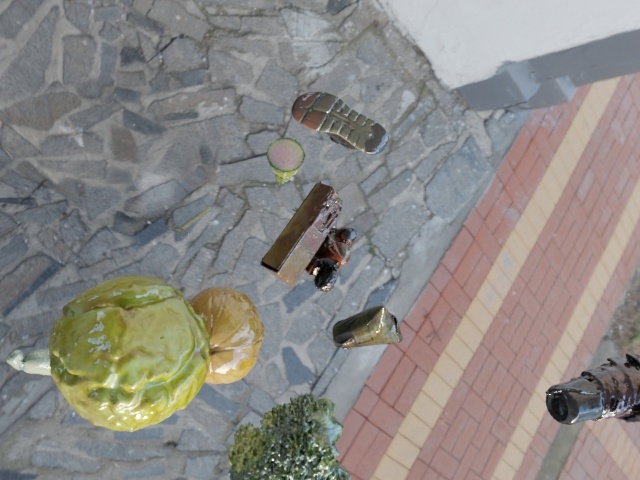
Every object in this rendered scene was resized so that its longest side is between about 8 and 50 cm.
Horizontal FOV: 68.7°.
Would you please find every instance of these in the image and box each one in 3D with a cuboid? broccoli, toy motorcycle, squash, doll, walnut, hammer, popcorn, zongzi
[{"bbox_3d":[-0.076,0.472,1.030,0.249,0.302,0.375,4,122,-8],"label":"broccoli"},{"bbox_3d":[0.000,0.000,1.529,0.134,0.401,0.207,35,98,-30],"label":"toy motorcycle"},{"bbox_3d":[-0.095,-0.205,1.295,0.105,0.132,0.105,1,70,-4],"label":"squash"},{"bbox_3d":[-0.845,0.376,1.440,0.214,0.072,0.103,15,125,-40],"label":"doll"},{"bbox_3d":[-0.203,0.191,0.957,0.193,0.226,0.193,0,86,-1],"label":"walnut"},{"bbox_3d":[-0.450,-0.076,1.692,0.062,0.013,0.199,31,34,5],"label":"hammer"},{"bbox_3d":[-0.265,0.151,0.657,0.204,0.221,0.184,-8,139,-37],"label":"popcorn"},{"bbox_3d":[0.162,0.328,1.847,0.300,0.286,0.139,59,24,-58],"label":"zongzi"}]

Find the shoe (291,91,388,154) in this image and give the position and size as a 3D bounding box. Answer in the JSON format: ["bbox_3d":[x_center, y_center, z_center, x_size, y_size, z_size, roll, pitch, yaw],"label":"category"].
[{"bbox_3d":[0.057,-0.344,1.366,0.290,0.137,0.114,25,99,-8],"label":"shoe"}]

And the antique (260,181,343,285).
[{"bbox_3d":[-0.045,-0.024,1.384,0.310,0.093,0.087,-56,133,-12],"label":"antique"}]

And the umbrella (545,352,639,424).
[{"bbox_3d":[0.470,0.204,0.671,0.325,0.094,0.090,-7,70,-17],"label":"umbrella"}]
